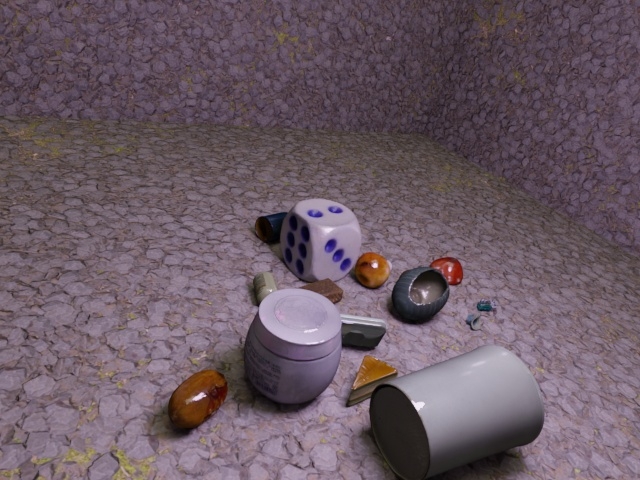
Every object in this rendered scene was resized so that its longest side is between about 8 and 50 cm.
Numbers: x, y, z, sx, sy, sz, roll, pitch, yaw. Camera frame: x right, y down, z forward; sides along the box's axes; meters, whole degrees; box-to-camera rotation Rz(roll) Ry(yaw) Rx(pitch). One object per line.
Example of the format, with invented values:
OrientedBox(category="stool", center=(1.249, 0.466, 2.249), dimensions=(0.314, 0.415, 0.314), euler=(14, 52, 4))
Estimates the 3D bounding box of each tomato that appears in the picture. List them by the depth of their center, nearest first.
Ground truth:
OrientedBox(category="tomato", center=(0.568, 0.119, 2.121), dimensions=(0.139, 0.091, 0.159), euler=(-6, 33, -35))

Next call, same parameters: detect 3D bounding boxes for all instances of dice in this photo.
OrientedBox(category="dice", center=(0.000, 0.000, 1.910), dimensions=(0.251, 0.259, 0.243), euler=(-13, 37, -38))

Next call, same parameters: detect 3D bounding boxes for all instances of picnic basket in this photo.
OrientedBox(category="picnic basket", center=(-0.010, 0.197, 1.763), dimensions=(0.194, 0.054, 0.110), euler=(-15, 40, -39))
OrientedBox(category="picnic basket", center=(0.606, 0.313, 1.832), dimensions=(0.083, 0.065, 0.083), euler=(9, 16, 37))

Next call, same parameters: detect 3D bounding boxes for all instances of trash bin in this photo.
OrientedBox(category="trash bin", center=(0.376, 0.449, 1.273), dimensions=(0.432, 0.280, 0.280), euler=(-7, 35, -27))

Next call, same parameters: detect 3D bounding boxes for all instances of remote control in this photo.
OrientedBox(category="remote control", center=(0.041, 0.291, 1.546), dimensions=(0.336, 0.128, 0.065), euler=(9, 42, -10))

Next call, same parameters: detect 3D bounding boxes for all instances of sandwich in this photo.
OrientedBox(category="sandwich", center=(0.155, 0.429, 1.398), dimensions=(0.114, 0.079, 0.163), euler=(20, 28, 12))

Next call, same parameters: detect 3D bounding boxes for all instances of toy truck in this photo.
OrientedBox(category="toy truck", center=(0.686, 0.270, 1.963), dimensions=(0.083, 0.039, 0.044), euler=(5, 47, -13))

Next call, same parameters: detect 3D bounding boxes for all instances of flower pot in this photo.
OrientedBox(category="flower pot", center=(0.376, 0.200, 1.796), dimensions=(0.243, 0.157, 0.189), euler=(-24, 71, -30))

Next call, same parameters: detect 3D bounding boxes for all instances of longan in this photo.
OrientedBox(category="longan", center=(0.374, 0.167, 1.953), dimensions=(0.106, 0.106, 0.119), euler=(14, -10, 0))

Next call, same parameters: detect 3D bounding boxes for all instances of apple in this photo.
OrientedBox(category="apple", center=(0.204, 0.118, 1.913), dimensions=(0.147, 0.146, 0.146), euler=(11, 29, -6))

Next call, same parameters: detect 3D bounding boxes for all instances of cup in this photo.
OrientedBox(category="cup", center=(-0.208, -0.070, 2.085), dimensions=(0.150, 0.113, 0.138), euler=(35, 33, 30))

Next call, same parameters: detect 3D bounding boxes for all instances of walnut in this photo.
OrientedBox(category="walnut", center=(-0.308, 0.401, 1.225), dimensions=(0.116, 0.115, 0.207), euler=(22, 23, 14))

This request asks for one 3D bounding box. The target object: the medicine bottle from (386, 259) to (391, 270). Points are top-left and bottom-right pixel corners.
OrientedBox(category="medicine bottle", center=(0.256, 0.113, 2.029), dimensions=(0.089, 0.052, 0.052), euler=(-4, 34, -30))

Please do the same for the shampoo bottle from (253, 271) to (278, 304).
OrientedBox(category="shampoo bottle", center=(-0.189, 0.183, 1.680), dimensions=(0.079, 0.079, 0.162), euler=(3, 31, -20))

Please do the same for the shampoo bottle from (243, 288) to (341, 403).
OrientedBox(category="shampoo bottle", center=(-0.075, 0.296, 1.341), dimensions=(0.273, 0.266, 0.273), euler=(11, 30, -7))
